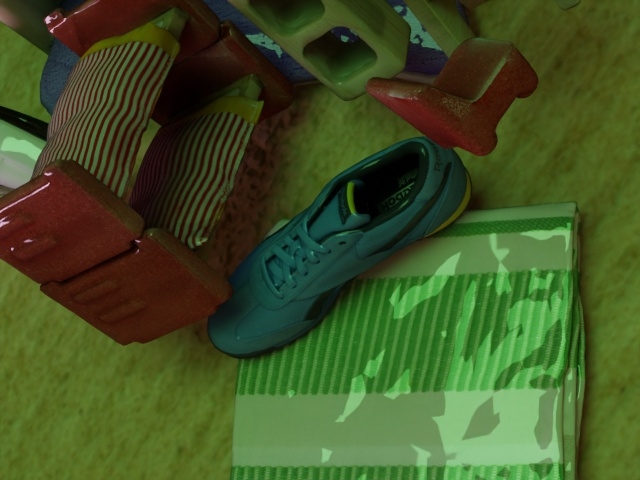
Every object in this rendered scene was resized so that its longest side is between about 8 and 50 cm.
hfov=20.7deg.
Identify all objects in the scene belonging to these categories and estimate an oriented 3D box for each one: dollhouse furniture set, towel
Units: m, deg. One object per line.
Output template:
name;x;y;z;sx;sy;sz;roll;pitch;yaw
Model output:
dollhouse furniture set;-0.032;-0.100;1.084;0.374;0.152;0.201;-25;37;38
towel;0.056;0.139;1.143;0.248;0.038;0.324;-3;75;22

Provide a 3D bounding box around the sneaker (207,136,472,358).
sneaker;0.000;0.000;1.139;0.209;0.082;0.069;-36;67;13

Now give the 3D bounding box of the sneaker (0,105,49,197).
sneaker;-0.282;-0.051;1.310;0.290;0.106;0.123;18;92;33

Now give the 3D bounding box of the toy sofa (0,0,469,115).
toy sofa;-0.069;-0.199;1.227;0.363;0.150;0.177;-5;72;21
